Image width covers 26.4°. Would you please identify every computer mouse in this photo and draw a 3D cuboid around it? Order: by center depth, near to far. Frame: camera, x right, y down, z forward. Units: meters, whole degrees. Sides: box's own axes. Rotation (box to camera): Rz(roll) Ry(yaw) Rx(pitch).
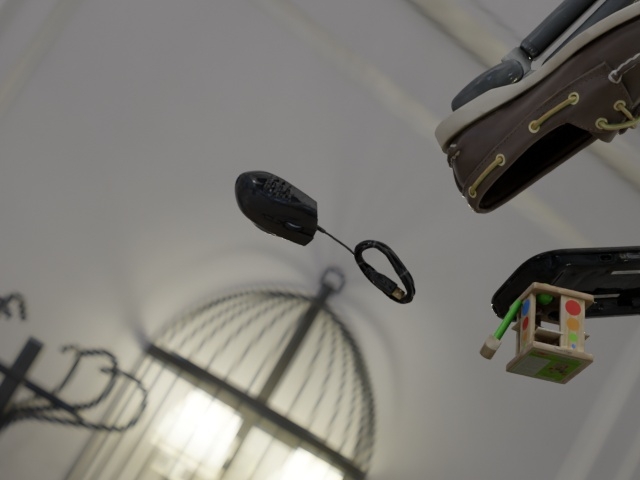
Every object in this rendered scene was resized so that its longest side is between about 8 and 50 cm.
[{"bbox_3d":[0.000,0.000,1.513,0.242,0.041,0.071,32,-53,14],"label":"computer mouse"}]

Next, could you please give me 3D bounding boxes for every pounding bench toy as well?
[{"bbox_3d":[0.168,0.067,1.083,0.083,0.065,0.052,13,-30,-12],"label":"pounding bench toy"}]

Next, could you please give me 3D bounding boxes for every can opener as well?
[{"bbox_3d":[0.286,-0.236,1.703,0.074,0.280,0.093,48,4,8],"label":"can opener"}]

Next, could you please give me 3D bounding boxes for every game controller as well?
[{"bbox_3d":[0.402,0.058,1.933,0.319,0.067,0.166,-2,-38,-24],"label":"game controller"}]

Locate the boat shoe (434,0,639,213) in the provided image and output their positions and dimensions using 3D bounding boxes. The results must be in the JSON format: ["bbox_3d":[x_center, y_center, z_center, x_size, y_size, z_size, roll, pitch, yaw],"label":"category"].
[{"bbox_3d":[0.255,-0.134,1.315,0.324,0.097,0.116,-30,-20,33],"label":"boat shoe"}]
